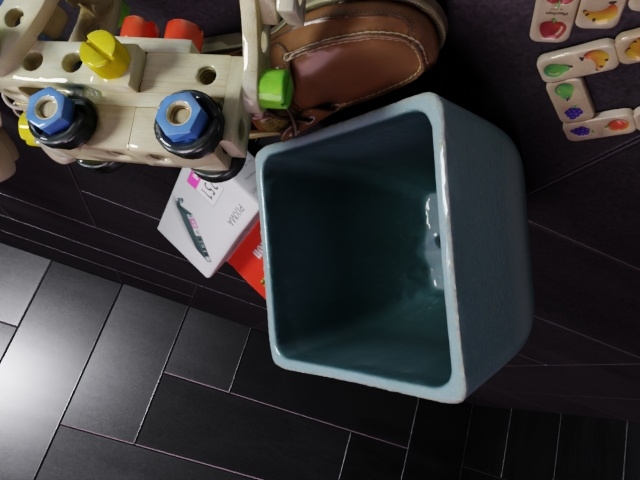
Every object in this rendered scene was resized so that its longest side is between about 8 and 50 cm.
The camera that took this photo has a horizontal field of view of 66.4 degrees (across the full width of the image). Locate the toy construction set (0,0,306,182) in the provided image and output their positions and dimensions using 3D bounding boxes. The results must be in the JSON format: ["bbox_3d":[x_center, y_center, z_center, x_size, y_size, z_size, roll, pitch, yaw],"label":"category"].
[{"bbox_3d":[-0.137,-0.165,0.381,0.328,0.214,0.151,3,169,24],"label":"toy construction set"}]

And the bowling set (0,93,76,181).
[{"bbox_3d":[-0.451,-0.180,0.676,0.287,0.199,0.154,-15,122,5],"label":"bowling set"}]

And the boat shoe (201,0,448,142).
[{"bbox_3d":[-0.031,-0.143,0.468,0.307,0.104,0.111,0,154,40],"label":"boat shoe"}]

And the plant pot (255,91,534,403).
[{"bbox_3d":[0.108,0.004,0.547,0.252,0.246,0.248,-5,180,-43],"label":"plant pot"}]

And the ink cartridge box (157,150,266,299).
[{"bbox_3d":[-0.128,-0.007,0.768,0.239,0.060,0.275,46,143,-1],"label":"ink cartridge box"}]

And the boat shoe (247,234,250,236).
[{"bbox_3d":[0.000,0.000,0.807,0.303,0.114,0.091,21,142,23],"label":"boat shoe"}]

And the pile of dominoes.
[{"bbox_3d":[0.278,-0.131,0.335,0.251,0.040,0.196,-2,153,42],"label":"pile of dominoes"}]
